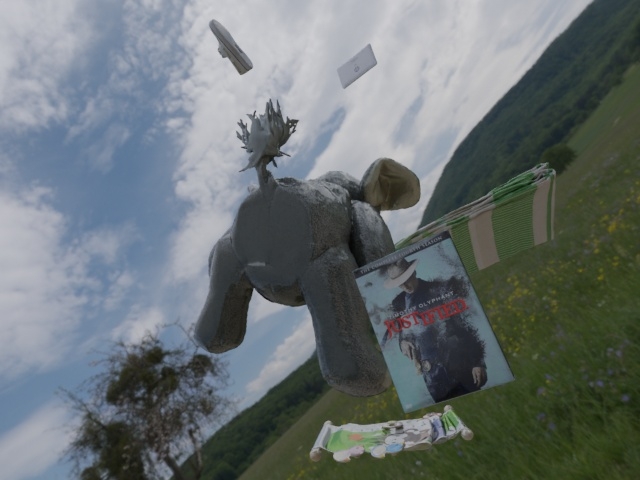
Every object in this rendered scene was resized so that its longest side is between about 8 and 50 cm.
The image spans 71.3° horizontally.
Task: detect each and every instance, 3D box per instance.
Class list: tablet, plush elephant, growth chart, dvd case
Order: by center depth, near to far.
[{"bbox_3d":[0.083,0.062,0.347,0.087,0.119,0.013,-25,-20,20],"label":"dvd case"},{"bbox_3d":[0.000,0.000,0.608,0.272,0.329,0.255,-2,3,31],"label":"plush elephant"},{"bbox_3d":[0.104,0.286,0.662,0.238,0.021,0.172,-6,-8,-1],"label":"growth chart"},{"bbox_3d":[0.070,-0.339,0.868,0.083,0.054,0.006,-29,-26,32],"label":"tablet"}]

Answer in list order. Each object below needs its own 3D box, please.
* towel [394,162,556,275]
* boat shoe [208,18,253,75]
[{"bbox_3d":[0.312,0.004,0.892,0.325,0.038,0.248,-29,-39,7],"label":"towel"},{"bbox_3d":[-0.161,-0.330,0.771,0.035,0.100,0.035,-27,37,25],"label":"boat shoe"}]
